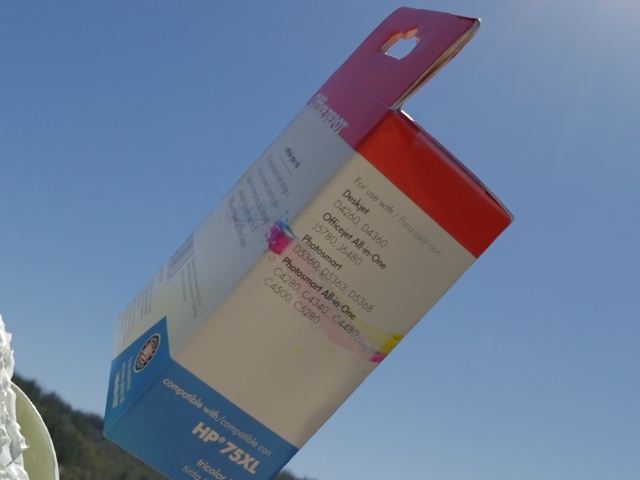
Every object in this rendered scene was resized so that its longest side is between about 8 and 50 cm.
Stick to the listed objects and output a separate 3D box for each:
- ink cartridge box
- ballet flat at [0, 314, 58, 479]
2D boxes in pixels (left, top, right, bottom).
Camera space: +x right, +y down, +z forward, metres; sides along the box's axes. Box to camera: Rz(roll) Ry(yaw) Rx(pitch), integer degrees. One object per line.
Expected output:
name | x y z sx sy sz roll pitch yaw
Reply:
ink cartridge box | 0.000 0.000 0.420 0.078 0.231 0.134 40 7 -19
ballet flat | -0.210 0.215 0.563 0.147 0.408 0.147 -18 -18 -6
